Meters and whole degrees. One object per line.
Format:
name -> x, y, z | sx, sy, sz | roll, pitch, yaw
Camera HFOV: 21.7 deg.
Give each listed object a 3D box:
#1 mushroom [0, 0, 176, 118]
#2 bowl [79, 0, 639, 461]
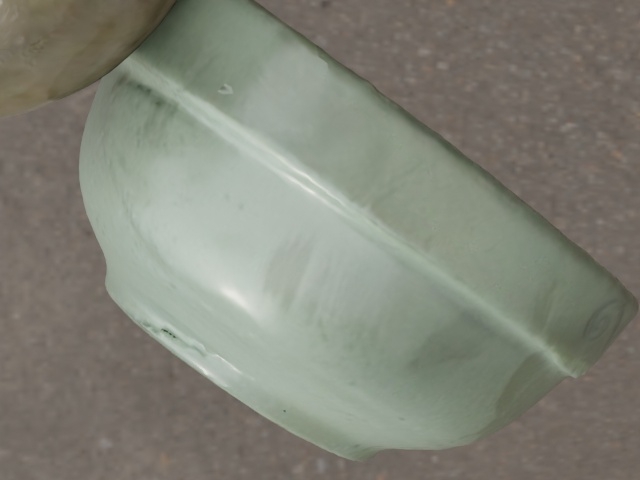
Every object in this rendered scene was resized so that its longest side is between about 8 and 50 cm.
mushroom -> -0.190, -0.170, 0.673 | 0.297, 0.290, 0.298 | 11, 125, 17
bowl -> 0.000, 0.000, 0.854 | 0.307, 0.307, 0.163 | 36, 92, 37
